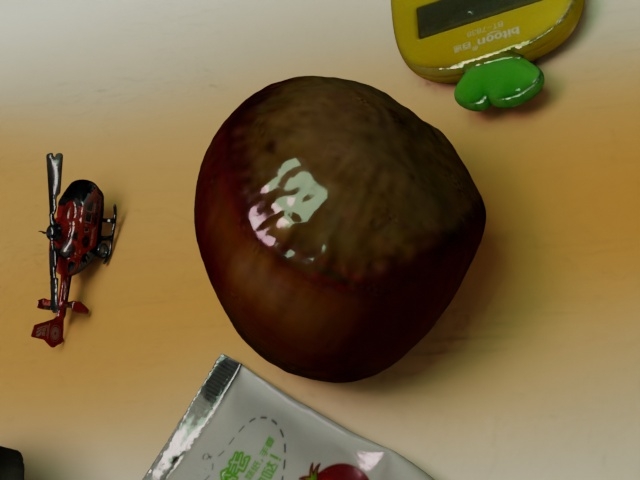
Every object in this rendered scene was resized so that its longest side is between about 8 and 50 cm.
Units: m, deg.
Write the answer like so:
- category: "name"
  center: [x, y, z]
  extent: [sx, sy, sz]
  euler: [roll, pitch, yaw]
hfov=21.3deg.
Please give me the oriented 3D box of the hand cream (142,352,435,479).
- category: "hand cream"
  center: [0.014, 0.180, 1.088]
  extent: [0.336, 0.076, 0.121]
  euler: [23, 75, 42]

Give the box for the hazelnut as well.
- category: "hazelnut"
  center: [0.000, 0.000, 1.123]
  extent: [0.208, 0.208, 0.208]
  euler: [-13, 59, 22]

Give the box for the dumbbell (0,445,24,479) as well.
- category: "dumbbell"
  center: [-0.325, 0.187, 1.144]
  extent: [0.192, 0.290, 0.192]
  euler: [-165, 90, -73]

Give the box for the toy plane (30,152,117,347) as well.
- category: "toy plane"
  center: [-0.191, 0.010, 1.286]
  extent: [0.037, 0.060, 0.145]
  euler: [3, 81, 29]

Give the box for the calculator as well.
- category: "calculator"
  center: [0.121, -0.188, 1.244]
  extent: [0.146, 0.032, 0.234]
  euler: [-16, 56, 20]
